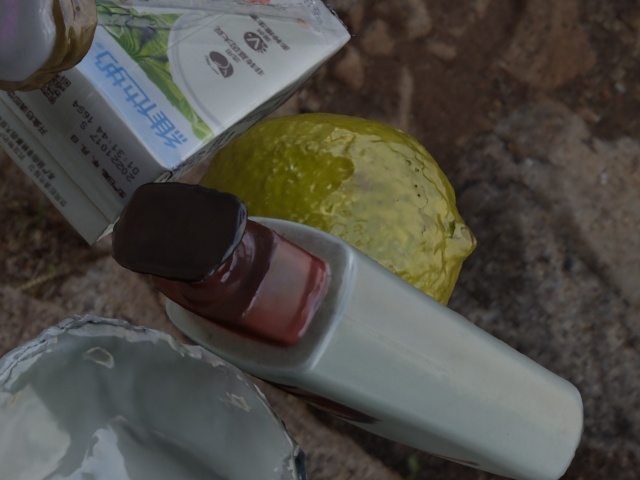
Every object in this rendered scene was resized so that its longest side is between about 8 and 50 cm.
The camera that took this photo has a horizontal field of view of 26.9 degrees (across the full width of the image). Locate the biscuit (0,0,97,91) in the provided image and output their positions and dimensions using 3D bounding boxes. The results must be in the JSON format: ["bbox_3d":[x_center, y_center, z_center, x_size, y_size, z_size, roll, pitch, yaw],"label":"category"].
[{"bbox_3d":[-0.192,-0.190,0.730,0.181,0.208,0.049,27,28,27],"label":"biscuit"}]

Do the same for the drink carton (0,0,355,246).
[{"bbox_3d":[-0.136,-0.159,1.128,0.194,0.132,0.324,48,37,-2],"label":"drink carton"}]

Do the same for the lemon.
[{"bbox_3d":[0.000,0.000,1.385,0.322,0.268,0.268,2,33,28],"label":"lemon"}]

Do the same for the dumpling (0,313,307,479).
[{"bbox_3d":[-0.124,0.211,0.598,0.181,0.341,0.260,33,-3,42],"label":"dumpling"}]

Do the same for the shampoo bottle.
[{"bbox_3d":[0.000,0.037,0.582,0.153,0.071,0.284,19,-7,34],"label":"shampoo bottle"}]
